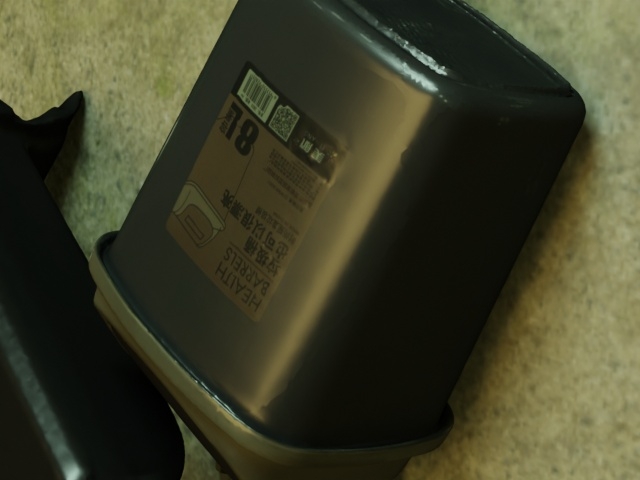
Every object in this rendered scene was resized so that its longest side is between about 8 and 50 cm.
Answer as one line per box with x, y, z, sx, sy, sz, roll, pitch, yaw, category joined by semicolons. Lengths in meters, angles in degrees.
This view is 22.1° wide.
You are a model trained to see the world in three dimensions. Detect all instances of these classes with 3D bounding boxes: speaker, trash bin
-0.192;0.066;1.087;0.180;0.184;0.388;-55;50;32;speaker
0.000;0.000;0.914;0.209;0.182;0.290;45;119;36;trash bin

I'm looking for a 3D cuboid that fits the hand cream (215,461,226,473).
-0.022;0.136;1.052;0.174;0.047;0.076;18;109;54;hand cream
